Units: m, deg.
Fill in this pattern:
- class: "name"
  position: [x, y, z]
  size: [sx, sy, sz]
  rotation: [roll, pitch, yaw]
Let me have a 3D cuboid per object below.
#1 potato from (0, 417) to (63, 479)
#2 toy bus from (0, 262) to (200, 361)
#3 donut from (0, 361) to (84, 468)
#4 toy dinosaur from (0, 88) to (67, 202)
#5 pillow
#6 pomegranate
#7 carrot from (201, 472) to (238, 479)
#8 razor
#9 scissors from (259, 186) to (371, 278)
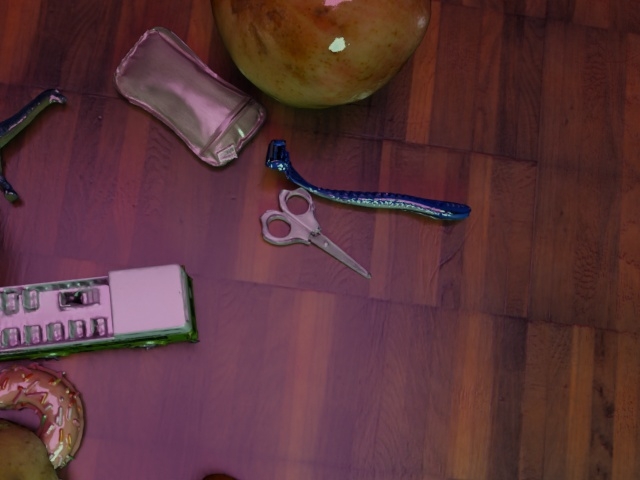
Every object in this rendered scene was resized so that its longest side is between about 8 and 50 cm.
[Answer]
- class: "potato"
  position: [-0.484, 0.360, 1.165]
  size: [0.299, 0.116, 0.239]
  rotation: [-20, 90, 3]
- class: "toy bus"
  position: [-0.321, 0.102, 1.253]
  size: [0.302, 0.139, 0.113]
  rotation: [-7, 77, -7]
- class: "donut"
  position: [-0.388, 0.227, 1.257]
  size: [0.166, 0.065, 0.117]
  rotation: [36, 77, -1]
- class: "toy dinosaur"
  position: [-0.528, -0.112, 1.307]
  size: [0.363, 0.076, 0.147]
  rotation: [-17, 71, -10]
- class: "pillow"
  position: [-0.199, -0.217, 1.388]
  size: [0.233, 0.038, 0.130]
  rotation: [37, 79, 2]
- class: "pomegranate"
  position: [0.011, -0.351, 1.320]
  size: [0.338, 0.338, 0.338]
  rotation: [2, 78, -7]
- class: "carrot"
  position: [-0.136, 0.491, 1.165]
  size: [0.214, 0.193, 0.331]
  rotation: [21, 76, 43]
- class: "razor"
  position: [0.070, -0.073, 1.391]
  size: [0.324, 0.093, 0.056]
  rotation: [16, 113, -8]
- class: "scissors"
  position: [0.000, 0.000, 1.382]
  size: [0.189, 0.015, 0.100]
  rotation: [36, 74, 0]
